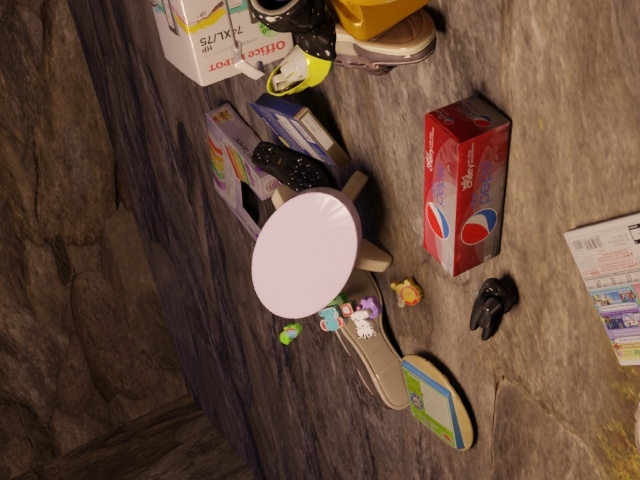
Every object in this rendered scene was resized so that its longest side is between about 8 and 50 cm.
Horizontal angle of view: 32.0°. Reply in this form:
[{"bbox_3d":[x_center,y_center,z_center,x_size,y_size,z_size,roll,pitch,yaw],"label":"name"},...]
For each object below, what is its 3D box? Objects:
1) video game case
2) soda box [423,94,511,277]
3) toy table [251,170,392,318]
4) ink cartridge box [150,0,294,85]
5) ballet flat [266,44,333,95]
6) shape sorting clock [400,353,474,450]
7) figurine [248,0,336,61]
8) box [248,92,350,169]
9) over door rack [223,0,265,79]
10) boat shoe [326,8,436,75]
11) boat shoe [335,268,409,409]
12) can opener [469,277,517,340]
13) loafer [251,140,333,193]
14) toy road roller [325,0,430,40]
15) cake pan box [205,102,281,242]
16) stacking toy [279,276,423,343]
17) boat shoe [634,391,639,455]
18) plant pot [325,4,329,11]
[{"bbox_3d":[0.400,0.061,1.381,0.193,0.023,0.212,66,159,-1],"label":"video game case"},{"bbox_3d":[0.206,-0.075,1.610,0.083,0.092,0.263,50,155,40],"label":"soda box"},{"bbox_3d":[0.000,0.000,2.001,0.252,0.161,0.274,43,123,-1],"label":"toy table"},{"bbox_3d":[-0.192,-0.455,2.016,0.197,0.198,0.270,41,149,53],"label":"ink cartridge box"},{"bbox_3d":[-0.042,-0.304,1.994,0.077,0.077,0.231,69,160,2],"label":"ballet flat"},{"bbox_3d":[0.217,0.301,2.082,0.206,0.040,0.206,46,152,34],"label":"shape sorting clock"},{"bbox_3d":[-0.068,-0.344,1.504,0.215,0.092,0.209,49,-176,19],"label":"figurine"},{"bbox_3d":[-0.044,-0.210,2.093,0.136,0.036,0.225,47,169,-31],"label":"box"},{"bbox_3d":[-0.092,-0.449,1.700,0.239,0.108,0.324,-30,73,32],"label":"over door rack"},{"bbox_3d":[0.087,-0.294,1.667,0.285,0.103,0.092,22,148,54],"label":"boat shoe"},{"bbox_3d":[0.081,0.183,2.189,0.095,0.112,0.335,-3,114,64],"label":"boat shoe"},{"bbox_3d":[0.258,0.109,1.744,0.059,0.073,0.186,51,166,15],"label":"can opener"},{"bbox_3d":[-0.046,-0.137,2.220,0.223,0.076,0.078,31,-176,42],"label":"loafer"},{"bbox_3d":[0.033,-0.425,1.509,0.329,0.202,0.241,48,165,38],"label":"toy road roller"},{"bbox_3d":[-0.162,-0.136,2.503,0.267,0.070,0.246,51,157,34],"label":"cake pan box"},{"bbox_3d":[0.053,0.134,1.993,0.221,0.167,0.052,-15,100,37],"label":"stacking toy"},{"bbox_3d":[0.449,0.241,1.355,0.116,0.123,0.324,5,130,25],"label":"boat shoe"},{"bbox_3d":[0.012,-0.362,1.808,0.079,0.083,0.083,54,160,-1],"label":"plant pot"}]
